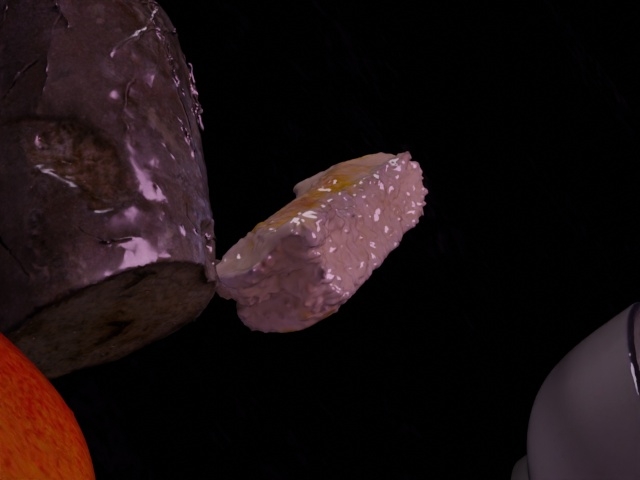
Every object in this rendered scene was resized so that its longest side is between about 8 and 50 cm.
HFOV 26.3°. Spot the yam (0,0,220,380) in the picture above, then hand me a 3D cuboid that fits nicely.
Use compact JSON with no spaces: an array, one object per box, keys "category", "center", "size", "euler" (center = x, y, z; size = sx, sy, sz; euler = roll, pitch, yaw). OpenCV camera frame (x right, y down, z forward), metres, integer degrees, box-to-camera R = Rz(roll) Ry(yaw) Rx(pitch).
[{"category":"yam","center":[-0.140,-0.050,0.802],"size":[0.154,0.154,0.254],"euler":[28,39,-52]}]

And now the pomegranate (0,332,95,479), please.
[{"category":"pomegranate","center":[-0.179,0.103,0.430],"size":[0.221,0.221,0.256],"euler":[46,-4,-32]}]

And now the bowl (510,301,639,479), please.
[{"category":"bowl","center":[0.305,0.254,1.311],"size":[0.354,0.185,0.354],"euler":[44,29,-33]}]

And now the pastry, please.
[{"category":"pastry","center":[0.005,-0.004,1.070],"size":[0.089,0.121,0.258],"euler":[53,25,-7]}]
